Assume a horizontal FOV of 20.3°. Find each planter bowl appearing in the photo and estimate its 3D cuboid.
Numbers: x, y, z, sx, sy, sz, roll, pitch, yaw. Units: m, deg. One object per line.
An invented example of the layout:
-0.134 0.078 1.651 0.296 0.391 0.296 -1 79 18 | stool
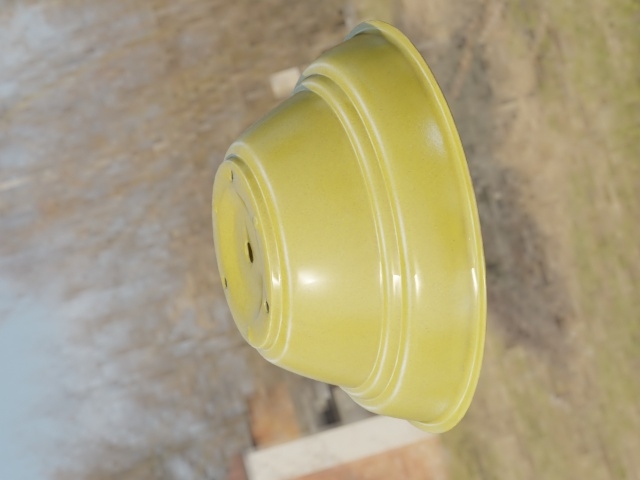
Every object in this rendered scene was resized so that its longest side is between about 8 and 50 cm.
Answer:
0.000 0.000 0.917 0.217 0.090 0.217 171 90 -71 | planter bowl
